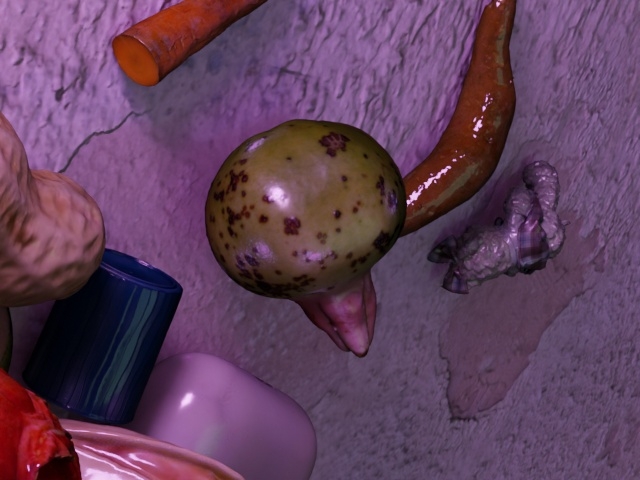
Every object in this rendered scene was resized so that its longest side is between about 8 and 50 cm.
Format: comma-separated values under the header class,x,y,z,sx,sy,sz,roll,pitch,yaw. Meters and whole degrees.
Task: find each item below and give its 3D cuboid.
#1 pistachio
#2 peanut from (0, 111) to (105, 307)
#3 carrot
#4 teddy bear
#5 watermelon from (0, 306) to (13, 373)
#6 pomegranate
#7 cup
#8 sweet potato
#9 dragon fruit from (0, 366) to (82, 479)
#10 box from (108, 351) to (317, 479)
class,x,y,z,sx,sy,sz,roll,pitch,yaw
pistachio,-0.207,0.255,1.602,0.187,0.299,0.188,9,90,-81
peanut,-0.284,-0.031,1.402,0.325,0.140,0.153,33,72,-59
carrot,-0.096,-0.214,1.589,0.224,0.057,0.057,-38,142,-37
teddy bear,0.246,0.003,2.158,0.213,0.111,0.133,-37,138,-33
watermelon,-0.320,0.107,1.514,0.094,0.135,0.125,24,102,-21
pomegranate,0.000,0.000,1.707,0.214,0.214,0.248,-30,101,-37
cup,-0.209,0.082,1.639,0.113,0.150,0.138,21,99,-22
sweet potato,0.168,-0.127,1.980,0.108,0.079,0.346,25,93,-45
dragon fruit,-0.335,0.199,1.295,0.277,0.342,0.277,-60,-168,21
box,-0.159,0.295,1.828,0.349,0.141,0.288,-57,148,-3
